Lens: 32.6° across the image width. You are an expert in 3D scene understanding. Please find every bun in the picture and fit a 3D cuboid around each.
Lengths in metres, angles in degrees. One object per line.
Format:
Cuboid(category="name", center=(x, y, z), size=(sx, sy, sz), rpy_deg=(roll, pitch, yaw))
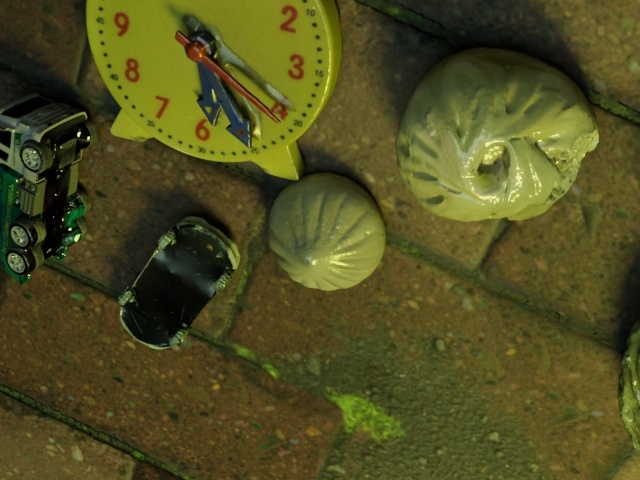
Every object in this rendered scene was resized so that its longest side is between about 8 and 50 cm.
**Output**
Cuboid(category="bun", center=(0.171, -0.091, 1.071), size=(0.193, 0.128, 0.179), rpy_deg=(13, 122, 9))
Cuboid(category="bun", center=(0.000, 0.000, 1.206), size=(0.138, 0.094, 0.138), rpy_deg=(8, 118, 16))

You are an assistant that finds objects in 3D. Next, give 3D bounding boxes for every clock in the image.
Cuboid(category="clock", center=(-0.118, -0.203, 1.138), size=(0.277, 0.071, 0.294), rpy_deg=(9, 122, 15))

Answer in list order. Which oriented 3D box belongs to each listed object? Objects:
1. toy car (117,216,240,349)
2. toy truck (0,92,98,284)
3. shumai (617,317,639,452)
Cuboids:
Cuboid(category="toy car", center=(-0.174, 0.054, 1.320), size=(0.095, 0.056, 0.205), rpy_deg=(37, 128, -4))
Cuboid(category="toy truck", center=(-0.344, -0.065, 1.283), size=(0.116, 0.110, 0.216), rpy_deg=(27, 126, 16))
Cuboid(category="shumai", center=(0.444, 0.168, 1.133), size=(0.261, 0.222, 0.225), rpy_deg=(54, 157, 20))
